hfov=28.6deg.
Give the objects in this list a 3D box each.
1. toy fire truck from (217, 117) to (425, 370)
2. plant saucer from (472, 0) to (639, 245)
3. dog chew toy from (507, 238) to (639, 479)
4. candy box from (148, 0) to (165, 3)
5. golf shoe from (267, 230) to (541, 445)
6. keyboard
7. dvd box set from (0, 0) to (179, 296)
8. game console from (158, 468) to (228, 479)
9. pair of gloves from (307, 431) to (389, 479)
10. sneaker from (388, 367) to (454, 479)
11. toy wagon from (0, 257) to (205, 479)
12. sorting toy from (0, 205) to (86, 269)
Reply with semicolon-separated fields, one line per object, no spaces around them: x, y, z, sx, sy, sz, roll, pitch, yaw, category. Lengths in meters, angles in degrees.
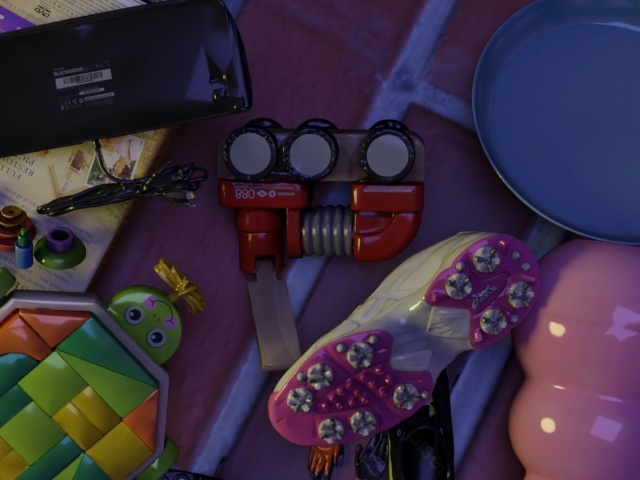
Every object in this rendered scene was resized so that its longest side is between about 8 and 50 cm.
0.000;0.000;1.323;0.217;0.158;0.246;1;101;3;toy fire truck
0.318;-0.132;1.362;0.317;0.044;0.318;1;65;-3;plant saucer
0.283;0.170;1.274;0.206;0.206;0.332;10;89;-1;dog chew toy
-0.215;-0.274;1.327;0.182;0.087;0.316;29;99;3;candy box
0.079;0.095;1.268;0.306;0.140;0.115;-34;107;1;golf shoe
-0.221;-0.118;1.226;0.317;0.033;0.202;-9;90;7;keyboard
-0.329;-0.090;1.287;0.307;0.062;0.420;28;99;2;dvd box set
-0.149;0.299;1.291;0.107;0.071;0.122;10;80;-1;game console
0.030;0.231;1.340;0.083;0.010;0.074;17;80;0;pair of gloves
0.107;0.183;1.301;0.084;0.097;0.235;-7;78;-9;sneaker
-0.261;0.152;1.251;0.344;0.068;0.267;-40;107;1;toy wagon
-0.280;-0.006;1.226;0.101;0.042;0.061;15;37;6;sorting toy
